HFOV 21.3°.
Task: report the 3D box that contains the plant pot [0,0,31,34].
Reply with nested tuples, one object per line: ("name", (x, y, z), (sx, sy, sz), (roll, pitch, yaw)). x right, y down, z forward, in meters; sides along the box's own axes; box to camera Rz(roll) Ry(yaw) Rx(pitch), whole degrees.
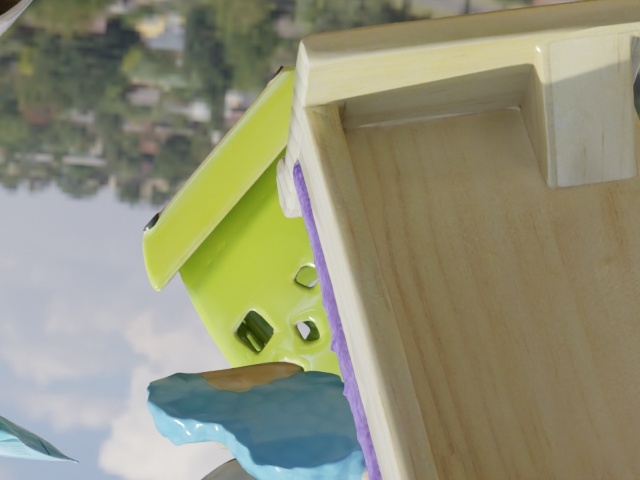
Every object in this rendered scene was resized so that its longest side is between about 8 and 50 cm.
("plant pot", (-0.370, -0.240, 1.481), (0.256, 0.257, 0.274), (4, 163, -18))

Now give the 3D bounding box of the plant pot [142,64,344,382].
("plant pot", (0.000, 0.000, 1.245), (0.207, 0.227, 0.228), (41, -177, -4))

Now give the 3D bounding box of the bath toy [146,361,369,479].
("bath toy", (-0.036, 0.250, 0.997), (0.129, 0.348, 0.151), (-3, -164, -7))

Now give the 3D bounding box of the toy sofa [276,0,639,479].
("toy sofa", (0.090, 0.098, 0.650), (0.150, 0.363, 0.177), (-8, 149, -10))

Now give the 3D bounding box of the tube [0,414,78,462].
("tube", (-0.226, 0.077, 0.849), (0.207, 0.052, 0.080), (14, 174, 13))
